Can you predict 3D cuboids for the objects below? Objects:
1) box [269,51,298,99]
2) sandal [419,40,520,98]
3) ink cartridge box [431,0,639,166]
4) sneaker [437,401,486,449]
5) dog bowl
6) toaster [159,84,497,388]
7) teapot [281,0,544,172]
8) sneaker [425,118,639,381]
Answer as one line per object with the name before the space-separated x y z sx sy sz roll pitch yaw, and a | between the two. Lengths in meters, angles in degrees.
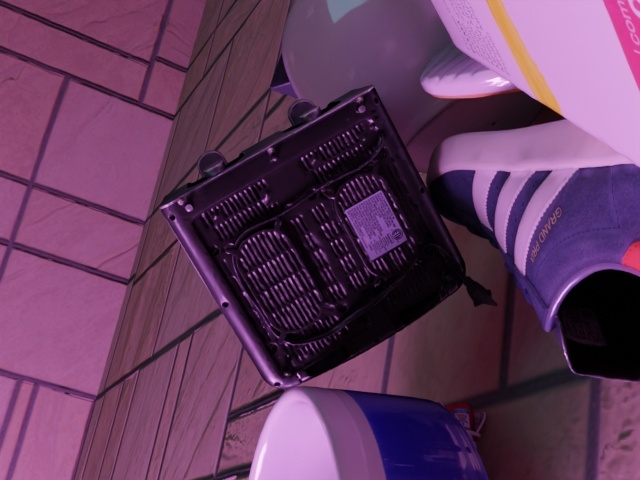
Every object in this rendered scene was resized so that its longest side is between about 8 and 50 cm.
box | 0.052 -0.208 1.013 0.093 0.156 0.158 9 79 69
sandal | 0.195 -0.110 0.611 0.265 0.076 0.102 -3 38 35
ink cartridge box | 0.203 -0.183 0.427 0.279 0.160 0.385 -33 26 2
sneaker | 0.105 0.157 0.692 0.118 0.042 0.067 -156 84 -72
dog bowl | 0.022 0.238 0.660 0.265 0.104 0.265 -173 90 -73
toaster | 0.000 0.000 0.680 0.168 0.186 0.110 -30 15 -2
teapot | 0.107 -0.144 0.775 0.187 0.252 0.256 60 163 16
sneaker | 0.157 0.007 0.593 0.350 0.131 0.148 179 96 -76
